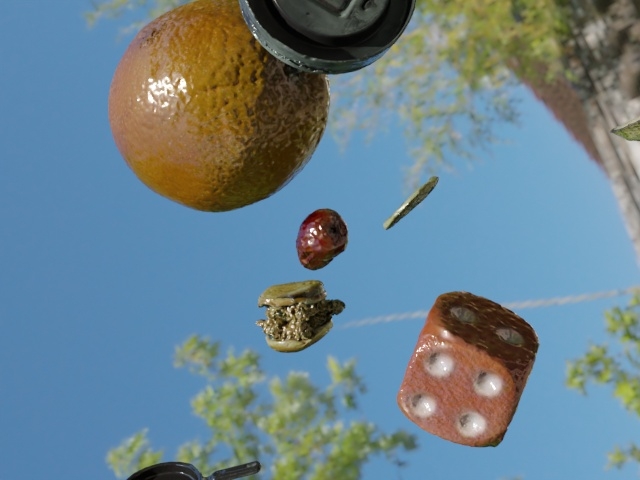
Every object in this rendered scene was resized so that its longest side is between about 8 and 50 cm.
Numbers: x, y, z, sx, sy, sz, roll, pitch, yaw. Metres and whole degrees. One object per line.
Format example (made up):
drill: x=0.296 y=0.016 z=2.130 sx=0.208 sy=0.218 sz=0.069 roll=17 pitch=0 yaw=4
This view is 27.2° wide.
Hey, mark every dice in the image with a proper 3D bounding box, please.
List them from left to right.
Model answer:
dice: x=0.228 y=0.195 z=2.010 sx=0.179 sy=0.174 sz=0.175 roll=23 pitch=-153 yaw=11

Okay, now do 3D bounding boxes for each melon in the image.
melon: x=0.483 y=-0.182 z=1.858 sx=0.054 sy=0.182 sz=0.098 roll=46 pitch=-146 yaw=-15

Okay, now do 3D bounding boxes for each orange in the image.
orange: x=-0.148 y=-0.208 z=2.012 sx=0.322 sy=0.357 sz=0.322 roll=18 pitch=-116 yaw=-43

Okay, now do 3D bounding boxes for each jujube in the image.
jujube: x=0.000 y=0.000 z=1.942 sx=0.077 sy=0.129 sz=0.077 roll=4 pitch=-110 yaw=-11

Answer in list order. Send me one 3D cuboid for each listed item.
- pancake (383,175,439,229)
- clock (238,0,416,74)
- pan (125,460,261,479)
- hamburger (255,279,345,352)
pancake: x=0.131 y=-0.054 z=1.898 sx=0.017 sy=0.108 sz=0.108 roll=48 pitch=-152 yaw=3
clock: x=0.007 y=-0.315 z=1.647 sx=0.226 sy=0.049 sz=0.226 roll=4 pitch=-107 yaw=-13
pan: x=-0.202 y=0.382 z=2.056 sx=0.136 sy=0.235 sz=0.028 roll=-84 pitch=-21 yaw=-64
hamburger: x=-0.037 y=0.150 z=2.659 sx=0.159 sy=0.185 sz=0.131 roll=-52 pitch=-51 yaw=-76
